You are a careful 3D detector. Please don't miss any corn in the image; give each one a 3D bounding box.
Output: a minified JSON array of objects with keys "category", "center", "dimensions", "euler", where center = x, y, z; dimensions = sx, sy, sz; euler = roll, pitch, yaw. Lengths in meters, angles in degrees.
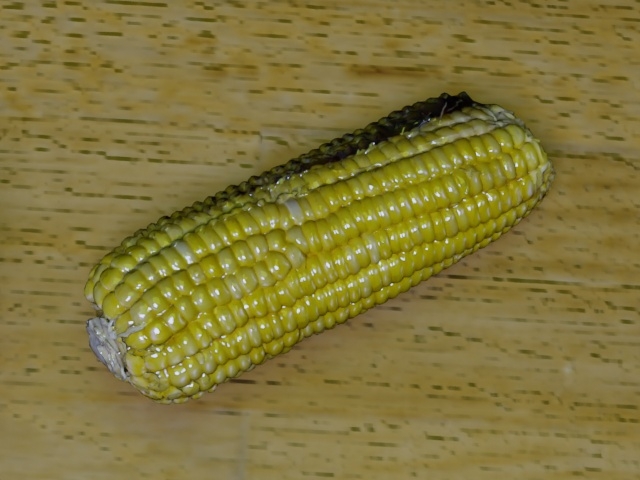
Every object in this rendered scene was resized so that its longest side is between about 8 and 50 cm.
[{"category":"corn","center":[0.000,0.000,0.776],"dimensions":[0.203,0.072,0.072],"euler":[-25,73,-15]}]
